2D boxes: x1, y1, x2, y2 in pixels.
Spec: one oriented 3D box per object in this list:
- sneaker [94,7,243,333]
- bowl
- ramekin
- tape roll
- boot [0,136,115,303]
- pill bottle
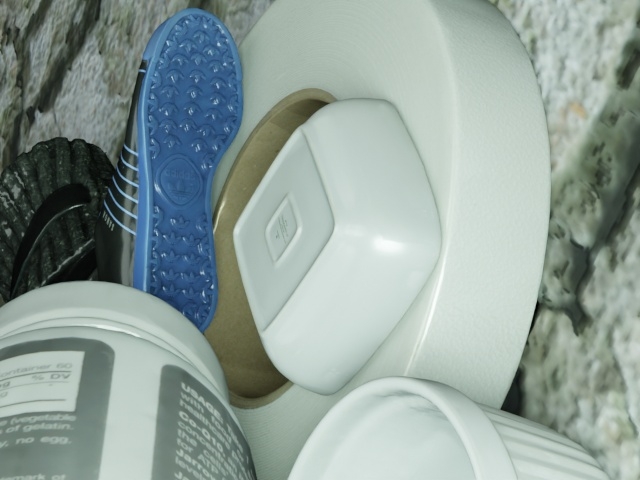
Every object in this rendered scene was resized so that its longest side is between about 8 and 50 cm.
[{"bbox_3d":[-0.112,-0.041,1.095,0.090,0.081,0.232,-12,68,52],"label":"sneaker"},{"bbox_3d":[0.000,0.000,0.905,0.142,0.053,0.142,-55,37,33],"label":"bowl"},{"bbox_3d":[0.065,0.176,0.794,0.207,0.109,0.207,-33,50,51],"label":"ramekin"},{"bbox_3d":[0.000,0.011,1.031,0.392,0.072,0.392,-33,50,51],"label":"tape roll"},{"bbox_3d":[-0.230,0.107,1.330,0.348,0.131,0.260,-59,38,8],"label":"boot"},{"bbox_3d":[-0.130,0.170,0.822,0.361,0.204,0.204,-96,30,-67],"label":"pill bottle"}]
